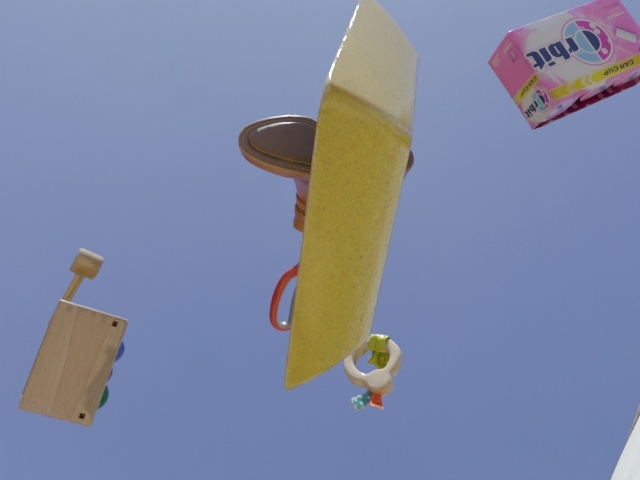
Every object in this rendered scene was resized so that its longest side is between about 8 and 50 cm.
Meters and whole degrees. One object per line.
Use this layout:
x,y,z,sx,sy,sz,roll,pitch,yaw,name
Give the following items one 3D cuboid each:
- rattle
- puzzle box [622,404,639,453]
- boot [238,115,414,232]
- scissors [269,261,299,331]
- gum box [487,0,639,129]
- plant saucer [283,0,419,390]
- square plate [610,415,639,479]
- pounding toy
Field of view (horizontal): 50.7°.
0.117,0.306,1.411,0.130,0.199,0.142,-4,-49,-4,rattle
0.495,0.115,0.693,0.052,0.272,0.409,11,-82,-29,puzzle box
-0.014,-0.092,1.089,0.283,0.109,0.220,0,-27,-23,boot
0.000,0.000,0.970,0.109,0.021,0.297,2,-65,-33,scissors
0.319,-0.224,0.837,0.188,0.107,0.062,-24,-14,-19,gum box
0.042,-0.058,0.728,0.081,0.332,0.333,11,-56,4,plant saucer
0.218,0.180,0.442,0.049,0.344,0.347,22,-48,31,square plate
-0.297,0.119,0.856,0.094,0.206,0.181,21,-18,-19,pounding toy
